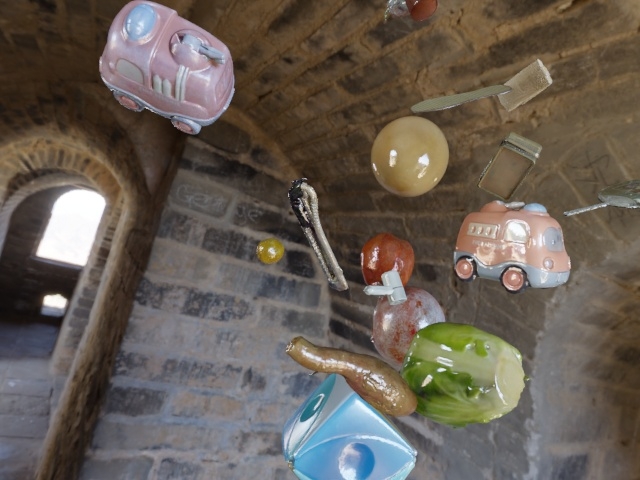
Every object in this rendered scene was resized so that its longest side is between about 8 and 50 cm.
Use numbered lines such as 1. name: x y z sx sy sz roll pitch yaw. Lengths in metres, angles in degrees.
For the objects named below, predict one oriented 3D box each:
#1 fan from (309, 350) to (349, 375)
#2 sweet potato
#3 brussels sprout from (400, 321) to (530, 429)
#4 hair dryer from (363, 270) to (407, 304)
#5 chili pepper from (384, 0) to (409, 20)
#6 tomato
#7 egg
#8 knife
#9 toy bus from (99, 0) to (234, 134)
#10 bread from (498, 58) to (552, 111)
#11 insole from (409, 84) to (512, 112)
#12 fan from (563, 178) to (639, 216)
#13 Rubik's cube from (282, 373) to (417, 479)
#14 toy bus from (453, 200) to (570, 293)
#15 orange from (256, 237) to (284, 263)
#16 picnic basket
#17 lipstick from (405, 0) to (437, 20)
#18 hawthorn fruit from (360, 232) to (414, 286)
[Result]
1. fan: 0.045 0.399 1.337 0.009 0.132 0.220 56 18 20
2. sweet potato: 0.097 0.313 0.937 0.385 0.109 0.109 35 -13 -23
3. brussels sprout: 0.397 0.400 1.196 0.314 0.276 0.371 42 -36 2
4. hair dryer: 0.158 0.120 1.036 0.137 0.082 0.047 5 -30 -40
5. chili pepper: 0.205 -0.545 0.918 0.153 0.041 0.050 1 -30 43
6. tomato: 0.347 0.343 1.628 0.282 0.317 0.316 6 -11 34
7. egg: 0.345 -0.324 1.589 0.300 0.301 0.374 15 36 13
8. knife: -0.004 0.004 1.069 0.089 0.043 0.366 12 -45 42
9. toy bus: -0.334 -0.396 0.898 0.293 0.198 0.232 23 -15 -12
10. bread: 0.562 -0.422 1.085 0.077 0.105 0.152 61 -25 -2
11. insole: 0.327 -0.335 0.951 0.253 0.005 0.086 -15 35 -7
12. fan: 0.785 -0.119 1.040 0.294 0.012 0.223 -6 21 29
13. Rubik's cube: 0.089 0.733 1.477 0.352 0.351 0.347 44 -10 -2
14. toy bus: 0.508 0.012 1.085 0.194 0.232 0.287 3 4 -38
15. orange: -0.167 0.035 1.357 0.095 0.085 0.085 -23 22 -39
16. picnic basket: 0.826 -0.323 1.780 0.165 0.139 0.267 31 -37 15
17. lipstick: 0.153 -0.593 0.805 0.057 0.357 0.057 -12 -17 -4
18. hawthorn fruit: 0.243 0.107 1.553 0.210 0.263 0.211 18 -32 12
